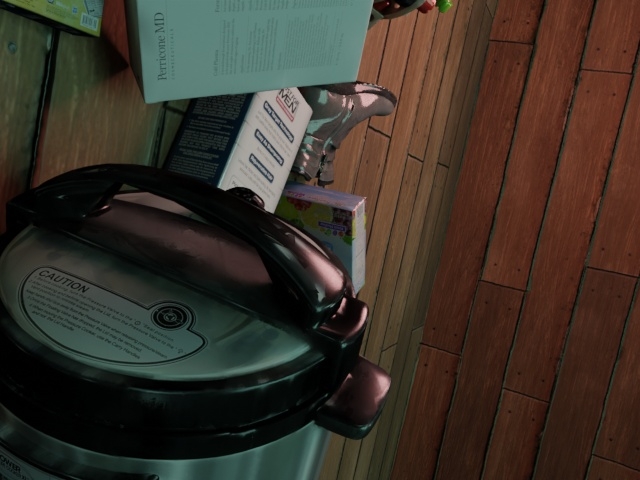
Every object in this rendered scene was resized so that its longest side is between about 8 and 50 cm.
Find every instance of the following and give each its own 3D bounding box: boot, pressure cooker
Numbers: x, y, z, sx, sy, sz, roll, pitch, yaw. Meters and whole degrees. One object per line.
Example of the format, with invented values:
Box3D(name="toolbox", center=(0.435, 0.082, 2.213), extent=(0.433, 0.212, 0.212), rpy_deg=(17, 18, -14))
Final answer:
Box3D(name="boot", center=(0.032, -0.227, 1.231), extent=(0.338, 0.118, 0.222), rpy_deg=(-5, 110, -54))
Box3D(name="pressure cooker", center=(-0.159, 0.129, 0.620), extent=(0.370, 0.375, 0.420), rpy_deg=(1, 120, -23))

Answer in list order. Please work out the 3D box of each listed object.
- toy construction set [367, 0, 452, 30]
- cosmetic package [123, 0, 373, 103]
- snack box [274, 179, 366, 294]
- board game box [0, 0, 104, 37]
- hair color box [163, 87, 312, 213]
Box3D(name="toy construction set", center=(0.104, -0.472, 1.152), extent=(0.309, 0.257, 0.237), rpy_deg=(-8, 155, -48))
Box3D(name="cosmetic package", center=(-0.070, -0.343, 0.639), extent=(0.285, 0.097, 0.377), rpy_deg=(-13, 141, -23))
Box3D(name="snack box", center=(0.000, 0.000, 1.179), extent=(0.070, 0.175, 0.207), rpy_deg=(-46, 142, -47))
Box3D(name="board game box", center=(-0.292, -0.300, 0.532), extent=(0.243, 0.042, 0.164), rpy_deg=(-2, 105, -65))
Box3D(name="hair color box", center=(-0.140, -0.098, 0.901), extent=(0.347, 0.105, 0.174), rpy_deg=(-70, 156, -12))
